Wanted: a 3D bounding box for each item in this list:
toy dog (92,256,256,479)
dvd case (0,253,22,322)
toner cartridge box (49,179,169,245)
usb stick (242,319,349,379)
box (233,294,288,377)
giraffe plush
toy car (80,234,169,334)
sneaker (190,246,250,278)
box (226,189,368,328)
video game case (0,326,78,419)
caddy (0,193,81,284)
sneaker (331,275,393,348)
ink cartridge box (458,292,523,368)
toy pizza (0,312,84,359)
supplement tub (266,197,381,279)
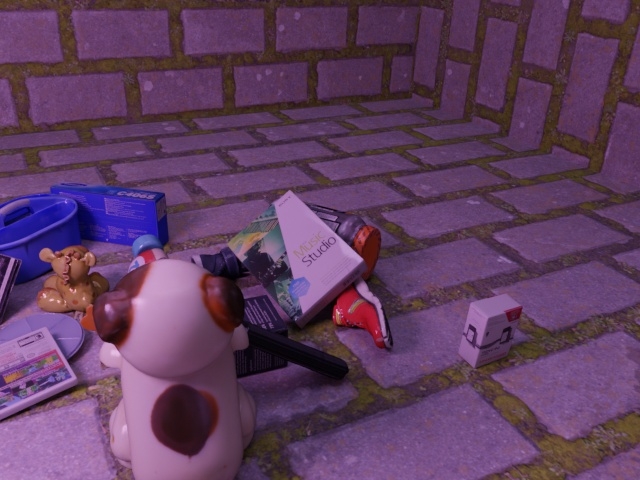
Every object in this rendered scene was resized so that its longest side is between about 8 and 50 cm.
[{"bbox_3d":[-0.254,0.219,1.007,0.284,0.408,0.395,-1,26,-5],"label":"toy dog"},{"bbox_3d":[-0.854,0.103,1.487,0.221,0.165,0.018,13,-8,20],"label":"dvd case"},{"bbox_3d":[-0.647,-0.080,1.843,0.347,0.165,0.075,8,26,10],"label":"toner cartridge box"},{"bbox_3d":[-0.061,0.230,1.257,0.278,0.045,0.077,27,0,-28],"label":"usb stick"},{"bbox_3d":[-0.192,0.219,1.345,0.207,0.108,0.153,-9,29,-20],"label":"box"},{"bbox_3d":[-0.624,0.087,1.502,0.181,0.171,0.210,-11,30,-26],"label":"giraffe plush"},{"bbox_3d":[-0.447,0.142,1.402,0.237,0.210,0.219,-22,44,-18],"label":"toy car"},{"bbox_3d":[-0.257,0.087,1.628,0.163,0.086,0.226,-9,28,-16],"label":"sneaker"},{"bbox_3d":[-0.066,0.040,1.555,0.232,0.058,0.322,-41,57,-7],"label":"box"},{"bbox_3d":[-0.635,0.278,1.239,0.201,0.023,0.183,-23,45,-33],"label":"video game case"},{"bbox_3d":[-0.843,-0.027,1.685,0.241,0.179,0.341,15,34,26],"label":"caddy"},{"bbox_3d":[0.092,0.189,1.475,0.118,0.107,0.279,-23,28,-8],"label":"sneaker"},{"bbox_3d":[0.388,0.207,1.373,0.109,0.151,0.063,-12,34,-26],"label":"ink cartridge box"},{"bbox_3d":[-0.640,0.236,1.355,0.201,0.032,0.201,3,32,-2],"label":"toy pizza"},{"bbox_3d":[0.000,0.000,1.705,0.315,0.194,0.193,17,30,24],"label":"supplement tub"}]
